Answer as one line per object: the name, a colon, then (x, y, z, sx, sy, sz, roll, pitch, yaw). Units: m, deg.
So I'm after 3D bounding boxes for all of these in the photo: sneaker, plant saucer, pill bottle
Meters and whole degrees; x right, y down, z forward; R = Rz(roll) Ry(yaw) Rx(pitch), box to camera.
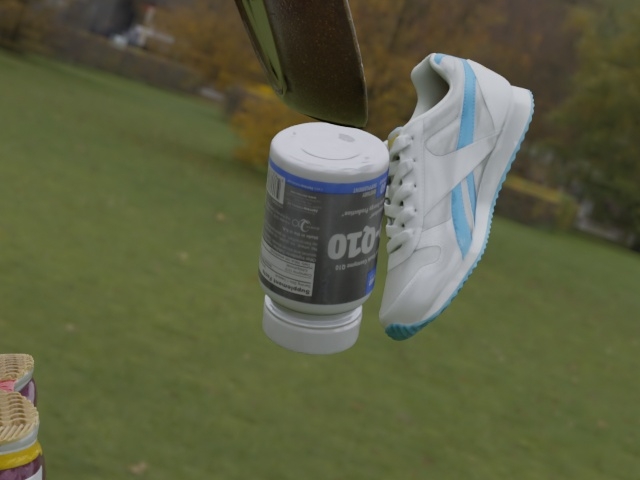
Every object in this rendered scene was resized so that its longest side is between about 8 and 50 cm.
sneaker: (-0.196, 0.121, 1.024, 0.069, 0.084, 0.185, -1, 12, -10)
plant saucer: (-0.023, -0.118, 0.677, 0.029, 0.168, 0.168, -20, 10, -6)
sneaker: (0.080, -0.032, 1.304, 0.092, 0.228, 0.087, 27, -26, -14)
pill bottle: (0.000, 0.000, 1.139, 0.078, 0.137, 0.078, 5, 27, -2)
